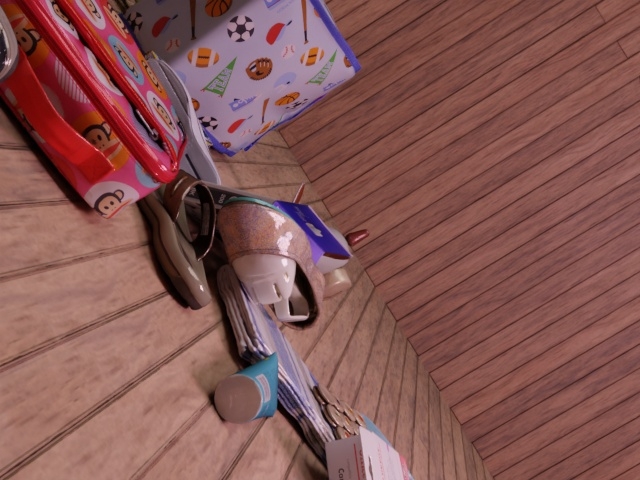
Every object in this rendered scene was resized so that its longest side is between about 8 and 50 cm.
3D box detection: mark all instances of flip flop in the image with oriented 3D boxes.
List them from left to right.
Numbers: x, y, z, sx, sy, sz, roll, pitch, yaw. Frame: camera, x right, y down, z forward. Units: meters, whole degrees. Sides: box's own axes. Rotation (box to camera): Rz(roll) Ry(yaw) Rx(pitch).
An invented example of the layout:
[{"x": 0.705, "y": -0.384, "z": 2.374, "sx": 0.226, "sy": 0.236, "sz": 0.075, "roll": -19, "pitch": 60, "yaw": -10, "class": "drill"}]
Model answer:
[{"x": -0.166, "y": -0.030, "z": 1.391, "sx": 0.112, "sy": 0.080, "sz": 0.277, "roll": 53, "pitch": 9, "yaw": -41, "class": "flip flop"}]

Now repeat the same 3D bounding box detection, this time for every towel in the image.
[{"x": -0.048, "y": 0.177, "z": 1.535, "sx": 0.285, "sy": 0.034, "sz": 0.209, "roll": 56, "pitch": 4, "yaw": -33, "class": "towel"}]

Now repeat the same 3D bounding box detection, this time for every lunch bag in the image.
[{"x": -0.265, "y": -0.170, "z": 1.191, "sx": 0.293, "sy": 0.120, "sz": 0.258, "roll": 55, "pitch": 11, "yaw": -18, "class": "lunch bag"}, {"x": -0.129, "y": -0.343, "z": 2.070, "sx": 0.239, "sy": 0.328, "sz": 0.385, "roll": 61, "pitch": 8, "yaw": 34, "class": "lunch bag"}]

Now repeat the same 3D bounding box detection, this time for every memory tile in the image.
[{"x": 0.043, "y": 0.261, "z": 1.579, "sx": 0.148, "sy": 0.012, "sz": 0.113, "roll": 42, "pitch": 14, "yaw": -51, "class": "memory tile"}]

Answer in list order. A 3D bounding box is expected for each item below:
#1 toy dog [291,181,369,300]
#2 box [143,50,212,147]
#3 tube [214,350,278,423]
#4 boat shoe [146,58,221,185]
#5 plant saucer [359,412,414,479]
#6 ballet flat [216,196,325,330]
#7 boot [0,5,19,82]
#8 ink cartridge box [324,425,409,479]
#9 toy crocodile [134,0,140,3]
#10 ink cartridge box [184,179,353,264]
[{"x": 0.000, "y": 0.000, "z": 2.156, "sx": 0.220, "sy": 0.161, "sz": 0.333, "roll": 58, "pitch": 6, "yaw": 1, "class": "toy dog"}, {"x": -0.238, "y": -0.207, "z": 1.778, "sx": 0.169, "sy": 0.059, "sz": 0.054, "roll": 60, "pitch": 9, "yaw": 14, "class": "box"}, {"x": -0.071, "y": 0.171, "z": 1.295, "sx": 0.207, "sy": 0.052, "sz": 0.080, "roll": 19, "pitch": 80, "yaw": -81, "class": "tube"}, {"x": -0.217, "y": -0.157, "z": 1.693, "sx": 0.076, "sy": 0.083, "sz": 0.226, "roll": 176, "pitch": -107, "yaw": -84, "class": "boat shoe"}, {"x": 0.119, "y": 0.405, "z": 1.693, "sx": 0.318, "sy": 0.043, "sz": 0.317, "roll": 56, "pitch": 7, "yaw": -10, "class": "plant saucer"}, {"x": -0.056, "y": 0.046, "z": 1.538, "sx": 0.316, "sy": 0.107, "sz": 0.106, "roll": 50, "pitch": 36, "yaw": -61, "class": "ballet flat"}, {"x": -0.351, "y": -0.233, "z": 0.932, "sx": 0.236, "sy": 0.085, "sz": 0.178, "roll": 58, "pitch": 9, "yaw": -4, "class": "boot"}, {"x": 0.061, "y": 0.315, "z": 1.436, "sx": 0.198, "sy": 0.067, "sz": 0.115, "roll": 50, "pitch": 28, "yaw": -58, "class": "ink cartridge box"}, {"x": -0.305, "y": -0.455, "z": 2.232, "sx": 0.115, "sy": 0.105, "sz": 0.340, "roll": 60, "pitch": 6, "yaw": 11, "class": "toy crocodile"}, {"x": -0.080, "y": -0.018, "z": 1.617, "sx": 0.208, "sy": 0.045, "sz": 0.206, "roll": 13, "pitch": -15, "yaw": 24, "class": "ink cartridge box"}]
